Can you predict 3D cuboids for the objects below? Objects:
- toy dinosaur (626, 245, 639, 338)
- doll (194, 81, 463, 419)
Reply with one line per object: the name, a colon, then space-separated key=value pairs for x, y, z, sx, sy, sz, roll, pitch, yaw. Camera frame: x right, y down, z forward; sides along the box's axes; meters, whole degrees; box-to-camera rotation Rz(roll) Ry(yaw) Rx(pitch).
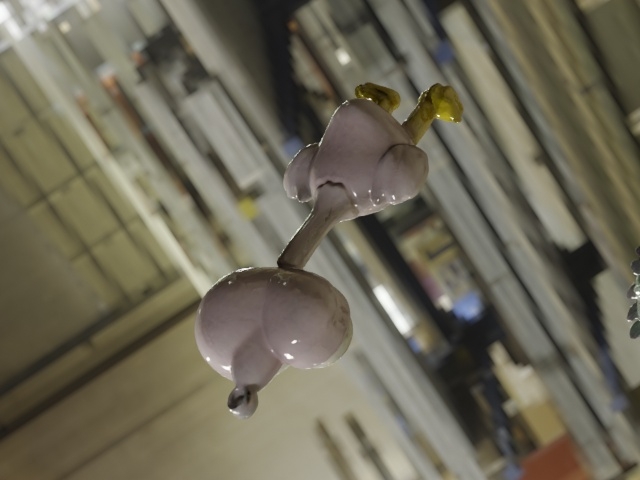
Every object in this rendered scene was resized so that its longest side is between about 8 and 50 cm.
toy dinosaur: x=0.284 y=0.034 z=1.661 sx=0.039 sy=0.082 sz=0.209 roll=21 pitch=-129 yaw=-10
doll: x=-0.001 y=0.000 z=1.779 sx=0.160 sy=0.365 sz=0.094 roll=4 pitch=148 yaw=41
